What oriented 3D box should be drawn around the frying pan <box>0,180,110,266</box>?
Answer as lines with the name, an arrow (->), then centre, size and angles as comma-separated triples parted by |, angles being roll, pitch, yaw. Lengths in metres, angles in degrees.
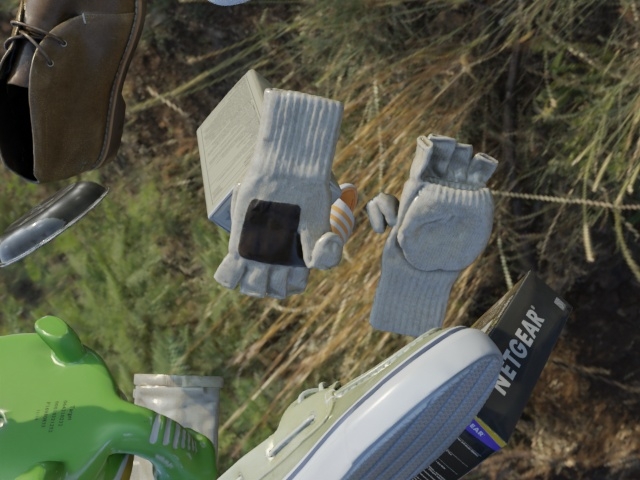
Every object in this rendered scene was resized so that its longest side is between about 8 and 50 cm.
frying pan -> -0.392, -0.063, 1.209 | 0.197, 0.326, 0.053 | -23, 112, 27

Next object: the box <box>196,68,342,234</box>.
box -> -0.086, -0.119, 1.117 | 0.121, 0.311, 0.148 | 37, 107, -27

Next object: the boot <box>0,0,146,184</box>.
boot -> -0.244, -0.193, 0.721 | 0.112, 0.115, 0.305 | 20, 118, 17

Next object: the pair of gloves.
pair of gloves -> 0.036, -0.015, 0.707 | 0.240, 0.042, 0.204 | 17, 111, -7

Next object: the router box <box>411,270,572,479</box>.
router box -> 0.184, 0.200, 0.993 | 0.081, 0.309, 0.243 | 42, 129, 6

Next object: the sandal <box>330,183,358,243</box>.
sandal -> 0.003, 0.006, 1.506 | 0.076, 0.265, 0.102 | 32, 163, 35

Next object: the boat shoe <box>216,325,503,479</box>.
boat shoe -> 0.004, 0.159, 0.582 | 0.109, 0.302, 0.094 | 26, -157, -52

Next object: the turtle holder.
turtle holder -> -0.303, 0.226, 0.856 | 0.243, 0.320, 0.227 | 55, 163, 37

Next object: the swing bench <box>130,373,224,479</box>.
swing bench -> -0.258, 0.365, 1.341 | 0.165, 0.253, 0.254 | 4, 168, -7

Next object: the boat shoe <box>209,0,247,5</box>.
boat shoe -> -0.031, -0.305, 0.689 | 0.080, 0.228, 0.076 | 31, 157, 32
